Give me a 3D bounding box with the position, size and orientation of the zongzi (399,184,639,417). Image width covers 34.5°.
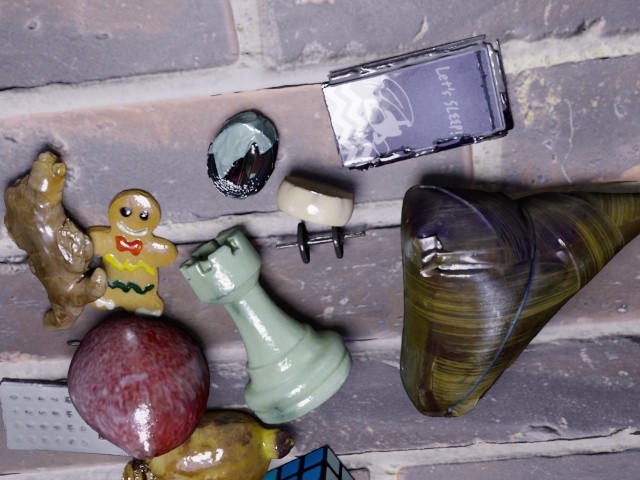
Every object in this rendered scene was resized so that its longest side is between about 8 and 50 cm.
[{"bbox_3d":[0.338,0.098,1.648,0.432,0.208,0.403,-5,124,-8],"label":"zongzi"}]

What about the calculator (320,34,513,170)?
[{"bbox_3d":[0.148,-0.205,1.570,0.274,0.028,0.165,-12,114,7],"label":"calculator"}]

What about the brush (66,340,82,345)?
[{"bbox_3d":[-0.405,0.180,1.814,0.083,0.008,0.024,-1,122,3],"label":"brush"}]

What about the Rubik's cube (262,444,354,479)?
[{"bbox_3d":[-0.018,0.501,1.884,0.160,0.162,0.163,-27,115,17],"label":"Rubik's cube"}]

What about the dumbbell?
[{"bbox_3d":[0.000,0.000,1.663,0.147,0.069,0.069,-8,118,7],"label":"dumbbell"}]

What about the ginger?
[{"bbox_3d":[-0.431,0.013,1.675,0.166,0.080,0.333,5,116,30],"label":"ginger"}]

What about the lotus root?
[{"bbox_3d":[-0.197,0.389,1.844,0.314,0.141,0.169,-12,120,-2],"label":"lotus root"}]

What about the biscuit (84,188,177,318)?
[{"bbox_3d":[-0.318,0.026,1.713,0.158,0.035,0.240,9,119,-5],"label":"biscuit"}]

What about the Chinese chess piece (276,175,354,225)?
[{"bbox_3d":[-0.008,-0.061,1.600,0.122,0.122,0.051,15,103,-5],"label":"Chinese chess piece"}]

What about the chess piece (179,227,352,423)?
[{"bbox_3d":[-0.098,0.131,1.685,0.194,0.194,0.299,-29,105,17],"label":"chess piece"}]

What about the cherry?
[{"bbox_3d":[-0.293,0.240,1.698,0.230,0.300,0.203,20,114,-30],"label":"cherry"}]

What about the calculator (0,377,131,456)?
[{"bbox_3d":[-0.451,0.326,1.889,0.262,0.021,0.161,3,119,1],"label":"calculator"}]

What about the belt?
[{"bbox_3d":[-0.120,-0.132,1.604,0.105,0.058,0.140,22,121,-2],"label":"belt"}]
